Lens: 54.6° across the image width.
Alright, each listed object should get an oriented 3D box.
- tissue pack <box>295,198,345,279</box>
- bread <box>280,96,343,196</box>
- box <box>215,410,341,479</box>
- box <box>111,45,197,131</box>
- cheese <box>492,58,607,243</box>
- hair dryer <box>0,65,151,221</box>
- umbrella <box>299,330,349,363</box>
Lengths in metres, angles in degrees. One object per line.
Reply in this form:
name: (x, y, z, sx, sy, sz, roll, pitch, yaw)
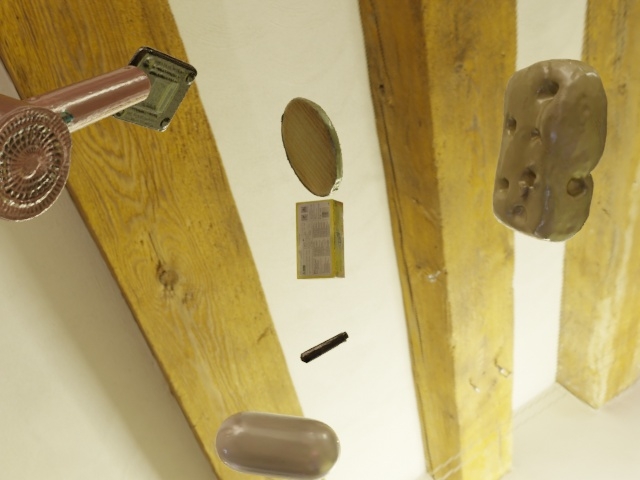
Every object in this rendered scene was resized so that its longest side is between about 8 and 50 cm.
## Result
tissue pack: (0.000, 0.000, 1.387, 0.062, 0.095, 0.175, 9, -102, -64)
bread: (-0.019, -0.234, 1.560, 0.041, 0.267, 0.266, -23, -52, -25)
box: (-0.094, 0.499, 1.507, 0.349, 0.289, 0.141, 84, -166, -71)
box: (-0.268, -0.239, 0.992, 0.126, 0.027, 0.125, -54, -26, 17)
cheese: (0.329, -0.132, 0.913, 0.093, 0.159, 0.262, -4, -70, -22)
hair dryer: (-0.346, -0.157, 0.765, 0.352, 0.211, 0.125, -46, -32, -53)
umbrella: (0.010, 0.263, 1.530, 0.133, 0.036, 0.031, -28, -85, 1)
